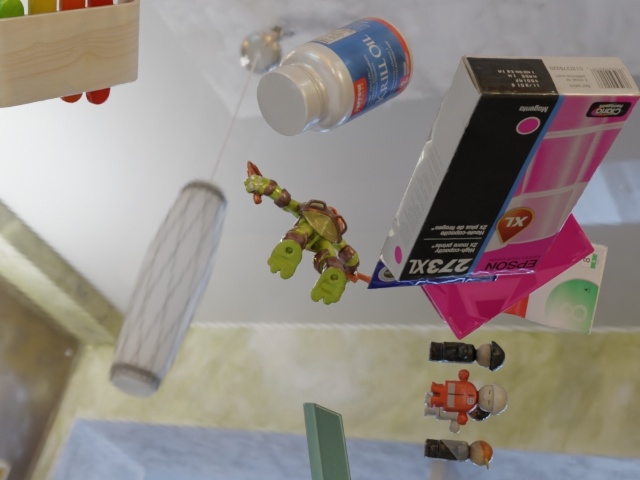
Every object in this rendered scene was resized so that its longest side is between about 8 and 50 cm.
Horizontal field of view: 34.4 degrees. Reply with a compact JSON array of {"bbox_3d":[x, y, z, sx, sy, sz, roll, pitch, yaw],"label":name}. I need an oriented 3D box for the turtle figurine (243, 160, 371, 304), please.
[{"bbox_3d":[0.000,0.000,1.426,0.087,0.217,0.269,-38,-70,18],"label":"turtle figurine"}]

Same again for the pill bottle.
[{"bbox_3d":[0.019,-0.222,1.429,0.124,0.221,0.124,24,-50,32],"label":"pill bottle"}]

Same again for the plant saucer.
[{"bbox_3d":[0.015,0.302,1.377,0.067,0.192,0.018,29,-55,-33],"label":"plant saucer"}]

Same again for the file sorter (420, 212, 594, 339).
[{"bbox_3d":[0.304,0.007,1.905,0.202,0.290,0.182,57,-1,-6],"label":"file sorter"}]

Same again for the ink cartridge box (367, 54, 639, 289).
[{"bbox_3d":[0.181,-0.043,1.115,0.175,0.069,0.371,-3,-36,-18],"label":"ink cartridge box"}]

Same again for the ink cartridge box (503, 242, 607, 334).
[{"bbox_3d":[0.454,0.079,2.105,0.224,0.181,0.056,11,7,11],"label":"ink cartridge box"}]

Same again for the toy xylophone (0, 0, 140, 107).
[{"bbox_3d":[-0.353,-0.288,1.387,0.081,0.236,0.322,24,21,33],"label":"toy xylophone"}]

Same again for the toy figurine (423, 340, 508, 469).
[{"bbox_3d":[0.278,0.311,1.988,0.148,0.213,0.209,3,-61,3],"label":"toy figurine"}]
